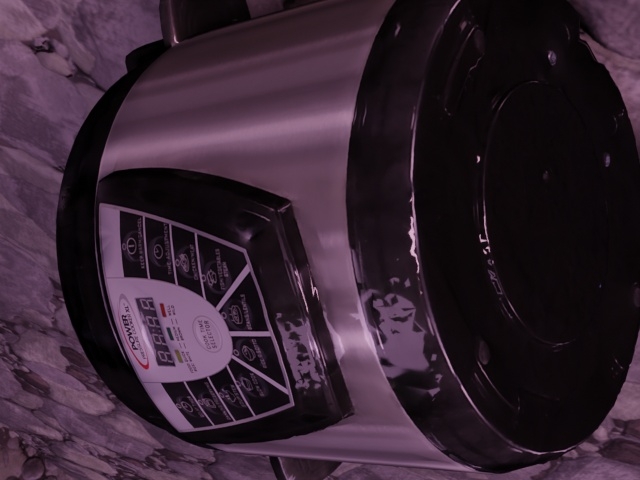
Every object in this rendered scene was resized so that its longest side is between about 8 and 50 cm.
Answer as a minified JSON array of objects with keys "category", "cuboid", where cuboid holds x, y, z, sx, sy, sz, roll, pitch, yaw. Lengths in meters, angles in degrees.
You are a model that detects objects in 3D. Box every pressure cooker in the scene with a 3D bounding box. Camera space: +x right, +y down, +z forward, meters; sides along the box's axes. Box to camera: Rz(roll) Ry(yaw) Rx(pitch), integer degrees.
[{"category":"pressure cooker","cuboid":[0.004,0.000,0.867,0.420,0.369,0.375,-4,150,40]}]
